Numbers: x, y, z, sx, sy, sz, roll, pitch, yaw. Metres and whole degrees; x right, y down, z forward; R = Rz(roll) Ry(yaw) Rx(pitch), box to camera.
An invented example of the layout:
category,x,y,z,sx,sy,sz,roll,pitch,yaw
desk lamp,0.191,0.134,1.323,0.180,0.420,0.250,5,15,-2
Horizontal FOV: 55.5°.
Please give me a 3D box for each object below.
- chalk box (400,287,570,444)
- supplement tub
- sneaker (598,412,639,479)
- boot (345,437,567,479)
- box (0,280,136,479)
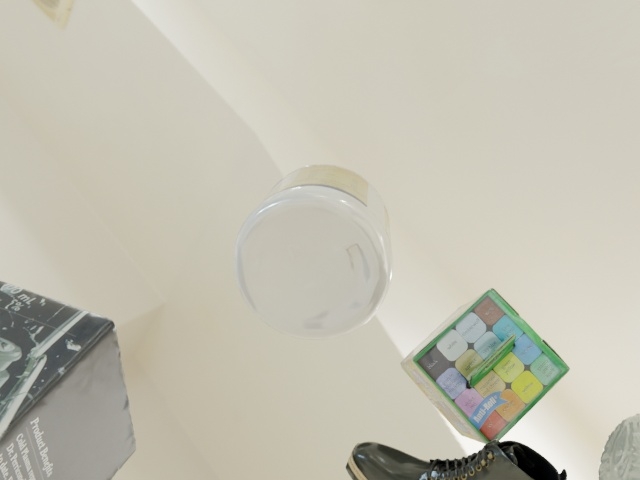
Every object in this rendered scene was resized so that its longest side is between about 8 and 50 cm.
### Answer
category,x,y,z,sx,sy,sz,roll,pitch,yaw
chalk box,0.195,0.153,0.740,0.132,0.132,0.213,48,-7,10
supplement tub,0.000,0.000,0.984,0.229,0.316,0.228,1,-75,5
sneaker,0.180,0.137,0.257,0.086,0.237,0.085,21,-81,15
boot,0.135,0.231,0.623,0.198,0.077,0.137,23,-57,11
box,-0.569,0.272,0.730,0.480,0.471,0.297,16,-55,14
